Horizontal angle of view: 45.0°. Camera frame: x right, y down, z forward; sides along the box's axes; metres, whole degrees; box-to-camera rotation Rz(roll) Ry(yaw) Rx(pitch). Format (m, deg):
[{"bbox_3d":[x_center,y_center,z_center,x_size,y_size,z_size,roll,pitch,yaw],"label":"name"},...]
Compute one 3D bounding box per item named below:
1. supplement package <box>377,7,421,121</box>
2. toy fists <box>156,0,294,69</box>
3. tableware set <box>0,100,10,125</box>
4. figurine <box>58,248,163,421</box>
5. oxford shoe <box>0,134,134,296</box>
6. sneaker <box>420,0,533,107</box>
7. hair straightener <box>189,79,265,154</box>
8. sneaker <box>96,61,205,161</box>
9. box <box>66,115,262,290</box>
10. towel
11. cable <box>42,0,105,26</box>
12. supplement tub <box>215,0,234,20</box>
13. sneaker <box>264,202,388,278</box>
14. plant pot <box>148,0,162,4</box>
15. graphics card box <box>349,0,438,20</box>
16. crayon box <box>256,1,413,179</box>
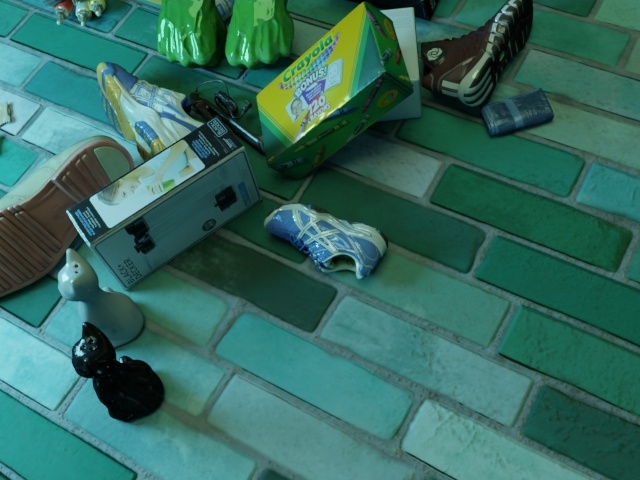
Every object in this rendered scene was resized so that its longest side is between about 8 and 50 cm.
[{"bbox_3d":[0.127,-0.320,1.411,0.105,0.105,0.179,-4,59,7],"label":"supplement package"},{"bbox_3d":[-0.186,-0.401,1.497,0.279,0.096,0.142,4,90,10],"label":"toy fists"},{"bbox_3d":[-0.699,-0.217,1.535,0.168,0.020,0.141,-4,59,6],"label":"tableware set"},{"bbox_3d":[-0.325,0.137,1.155,0.092,0.209,0.215,-21,59,-4],"label":"figurine"},{"bbox_3d":[-0.500,-0.039,1.359,0.397,0.140,0.146,-37,30,-7],"label":"oxford shoe"},{"bbox_3d":[0.273,-0.369,1.421,0.162,0.106,0.281,18,57,31],"label":"sneaker"},{"bbox_3d":[-0.167,-0.231,1.449,0.089,0.047,0.230,-36,56,-12],"label":"hair straightener"},{"bbox_3d":[-0.314,-0.241,1.454,0.131,0.112,0.296,-26,59,-27],"label":"sneaker"},{"bbox_3d":[-0.250,-0.058,1.285,0.290,0.169,0.087,-34,63,-12],"label":"box"},{"bbox_3d":[0.346,-0.226,1.364,0.119,0.029,0.067,-15,59,0],"label":"towel"},{"bbox_3d":[-0.522,-0.573,1.708,0.139,0.072,0.287,-6,47,10],"label":"cable"},{"bbox_3d":[-0.203,-0.492,1.586,0.107,0.071,0.071,-43,62,-15],"label":"supplement tub"},{"bbox_3d":[0.000,0.000,1.258,0.211,0.080,0.081,15,60,18],"label":"sneaker"},{"bbox_3d":[-0.325,-0.657,1.615,0.254,0.254,0.239,-22,44,-4],"label":"plant pot"},{"bbox_3d":[0.173,-0.644,1.538,0.232,0.094,0.371,21,86,19],"label":"graphics card box"},{"bbox_3d":[0.016,-0.250,1.318,0.278,0.081,0.165,-35,51,33],"label":"crayon box"}]
